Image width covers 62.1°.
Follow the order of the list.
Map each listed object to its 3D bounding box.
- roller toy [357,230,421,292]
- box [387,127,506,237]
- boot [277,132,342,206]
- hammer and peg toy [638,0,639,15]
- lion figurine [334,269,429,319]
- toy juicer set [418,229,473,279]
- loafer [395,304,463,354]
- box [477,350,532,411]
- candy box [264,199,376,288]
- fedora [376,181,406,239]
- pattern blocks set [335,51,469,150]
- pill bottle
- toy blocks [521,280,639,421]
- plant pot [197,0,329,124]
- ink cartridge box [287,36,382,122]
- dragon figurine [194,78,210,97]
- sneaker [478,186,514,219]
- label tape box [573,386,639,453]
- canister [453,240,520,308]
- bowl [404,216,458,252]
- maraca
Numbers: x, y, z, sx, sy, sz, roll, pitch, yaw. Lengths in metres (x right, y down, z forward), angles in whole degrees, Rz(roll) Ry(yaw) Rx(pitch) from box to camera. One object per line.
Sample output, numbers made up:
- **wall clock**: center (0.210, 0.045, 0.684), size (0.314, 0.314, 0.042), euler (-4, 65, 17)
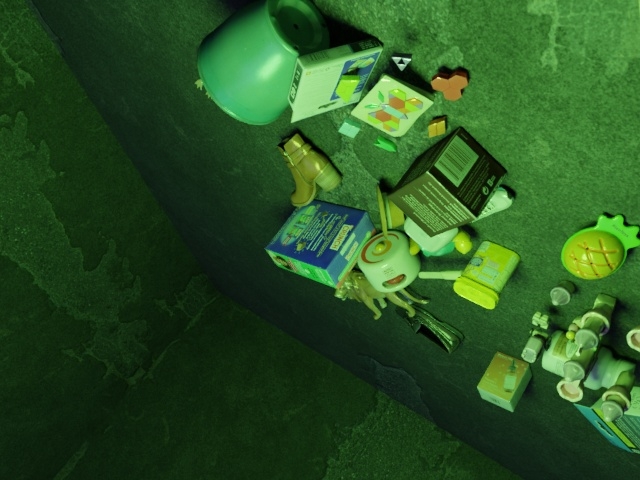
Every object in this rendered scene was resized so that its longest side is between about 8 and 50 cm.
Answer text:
- **roller toy**: center (0.231, 0.066, 1.799), size (0.209, 0.191, 0.146), euler (8, 142, 51)
- **box**: center (0.313, -0.138, 1.334), size (0.167, 0.168, 0.203), euler (41, 157, -7)
- **boot**: center (-0.077, -0.236, 1.804), size (0.220, 0.109, 0.283), euler (44, 154, -15)
- **hammer and peg toy**: center (0.618, -0.222, 0.780), size (0.266, 0.127, 0.361), euler (14, 146, 45)
- **lion figurine**: center (0.234, 0.195, 2.145), size (0.392, 0.142, 0.240), euler (-21, 111, 48)
- **toy juicer set**: center (0.374, 0.002, 1.599), size (0.209, 0.089, 0.329), euler (19, 139, 41)
- **loafer**: center (0.425, 0.352, 2.156), size (0.302, 0.095, 0.109), euler (27, 154, 25)
- **box**: center (0.689, 0.525, 1.986), size (0.130, 0.170, 0.091), euler (17, 150, 42)
- **candy box**: center (0.000, 0.000, 1.923), size (0.317, 0.268, 0.122), euler (16, 152, 42)
- **fedora**: center (0.218, -0.093, 1.624), size (0.079, 0.194, 0.194), euler (-8, 143, 7)
- **pattern blocks set**: center (0.173, -0.317, 1.266), size (0.285, 0.026, 0.325), euler (17, 155, -3)
- **pill bottle**: center (0.800, 0.369, 1.590), size (0.229, 0.131, 0.131), euler (21, 151, 36)
- **toy blocks**: center (0.670, 0.300, 1.392), size (0.309, 0.260, 0.289), euler (24, 130, 34)
- **plant pot**: center (-0.121, -0.463, 1.301), size (0.272, 0.272, 0.255), euler (46, 140, -17)
- **ink cartridge box**: center (0.025, -0.383, 1.278), size (0.045, 0.206, 0.208), euler (63, 159, 15)
- **dragon figurine**: center (-0.295, -0.526, 1.629), size (0.085, 0.144, 0.289), euler (40, 138, 3)
- **sneaker**: center (0.421, -0.082, 1.389), size (0.071, 0.083, 0.190), euler (45, 155, -11)
- **label tape box**: center (1.022, 0.568, 1.655), size (0.249, 0.115, 0.347), euler (44, 159, -12)
- **canister**: center (0.476, 0.094, 1.515), size (0.126, 0.170, 0.073), euler (27, 154, 27)
- **bowl**: center (0.304, -0.030, 1.507), size (0.142, 0.053, 0.142), euler (42, 151, 7)
- **maraca**: center (0.645, 0.018, 1.229), size (0.127, 0.099, 0.186), euler (35, 131, 5)
